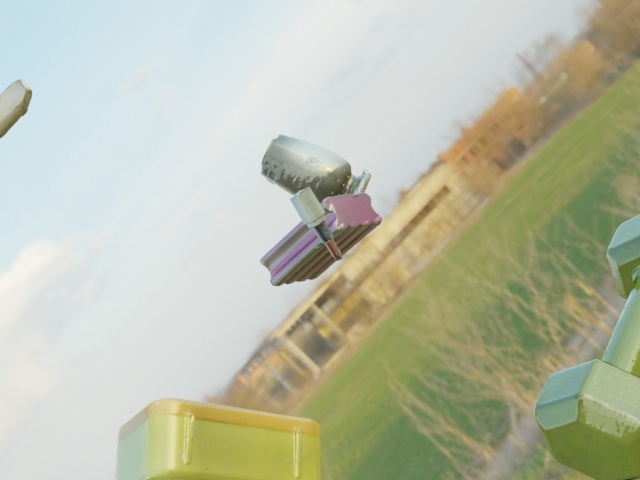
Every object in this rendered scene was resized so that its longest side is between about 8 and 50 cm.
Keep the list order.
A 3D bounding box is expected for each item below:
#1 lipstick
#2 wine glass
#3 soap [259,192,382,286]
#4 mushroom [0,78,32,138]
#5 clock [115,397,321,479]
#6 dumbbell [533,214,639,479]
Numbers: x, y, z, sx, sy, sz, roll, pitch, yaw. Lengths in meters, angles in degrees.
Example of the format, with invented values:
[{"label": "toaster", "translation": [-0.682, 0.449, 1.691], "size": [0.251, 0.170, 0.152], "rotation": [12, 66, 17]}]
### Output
[{"label": "lipstick", "translation": [-0.001, -0.019, 1.408], "size": [0.025, 0.107, 0.025], "rotation": [-38, 12, -34]}, {"label": "wine glass", "translation": [-0.009, -0.124, 2.037], "size": [0.111, 0.204, 0.111], "rotation": [25, -90, -85]}, {"label": "soap", "translation": [0.000, 0.000, 1.851], "size": [0.122, 0.065, 0.203], "rotation": [-9, -25, -48]}, {"label": "mushroom", "translation": [-0.690, -0.272, 2.290], "size": [0.209, 0.084, 0.071], "rotation": [-37, -6, 24]}, {"label": "clock", "translation": [-0.111, 0.239, 1.159], "size": [0.143, 0.202, 0.096], "rotation": [-37, 47, 51]}, {"label": "dumbbell", "translation": [0.306, 0.092, 1.026], "size": [0.108, 0.121, 0.302], "rotation": [2, 39, 35]}]
